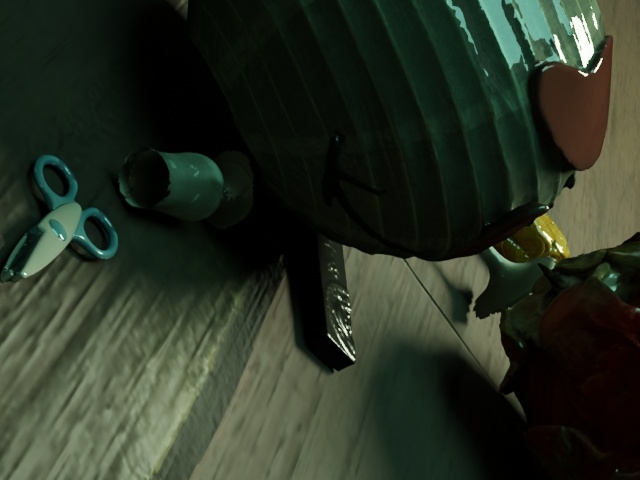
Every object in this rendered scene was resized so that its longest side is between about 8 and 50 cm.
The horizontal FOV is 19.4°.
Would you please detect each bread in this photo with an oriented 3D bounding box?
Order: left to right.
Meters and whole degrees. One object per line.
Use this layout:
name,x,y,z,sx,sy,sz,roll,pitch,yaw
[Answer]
bread,0.151,-0.004,1.400,0.083,0.046,0.081,31,29,-47

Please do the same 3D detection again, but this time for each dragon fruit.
dragon fruit,0.274,0.130,1.188,0.342,0.277,0.277,60,21,-7

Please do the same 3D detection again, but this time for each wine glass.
wine glass,-0.068,-0.031,0.956,0.039,0.042,0.083,36,12,28
wine glass,0.060,-0.072,1.263,0.262,0.074,0.074,55,21,-9

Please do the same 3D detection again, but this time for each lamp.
lamp,0.048,-0.108,1.041,0.233,0.233,0.265,46,4,-29

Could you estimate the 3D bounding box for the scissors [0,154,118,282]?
scissors,-0.120,-0.002,0.838,0.058,0.014,0.119,53,18,-11

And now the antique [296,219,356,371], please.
antique,0.000,0.000,1.100,0.031,0.015,0.192,44,26,-34
